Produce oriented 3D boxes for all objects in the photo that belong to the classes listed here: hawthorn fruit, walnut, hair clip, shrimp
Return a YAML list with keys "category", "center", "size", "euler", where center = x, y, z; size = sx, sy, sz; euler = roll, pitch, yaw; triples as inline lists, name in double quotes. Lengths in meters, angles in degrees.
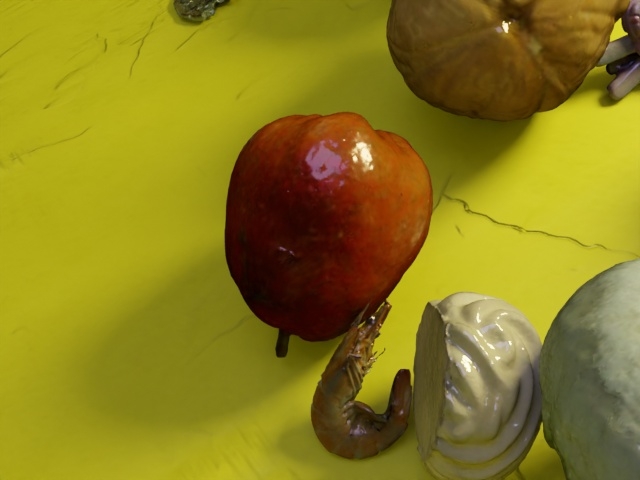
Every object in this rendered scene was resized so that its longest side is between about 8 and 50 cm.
- category: "hawthorn fruit"
  center: [0.000, 0.000, 0.886]
  size: [0.224, 0.224, 0.260]
  euler: [14, 83, 26]
- category: "walnut"
  center: [0.214, -0.276, 0.988]
  size: [0.252, 0.277, 0.313]
  euler: [22, 19, 0]
- category: "hair clip"
  center: [0.453, -0.282, 1.026]
  size: [0.278, 0.137, 0.090]
  euler: [-38, 16, -14]
- category: "shrimp"
  center: [0.048, 0.139, 0.819]
  size: [0.095, 0.045, 0.162]
  euler: [28, 98, 30]

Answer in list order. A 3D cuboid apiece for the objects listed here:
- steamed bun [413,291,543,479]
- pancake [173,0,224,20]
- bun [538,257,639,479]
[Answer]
- category: "steamed bun"
  center: [0.146, 0.131, 0.762]
  size: [0.106, 0.182, 0.182]
  euler: [4, 51, -5]
- category: "pancake"
  center: [-0.183, -0.407, 1.379]
  size: [0.130, 0.022, 0.116]
  euler: [-35, 48, -11]
- category: "bun"
  center: [0.334, 0.163, 0.638]
  size: [0.355, 0.194, 0.354]
  euler: [9, 38, -7]
